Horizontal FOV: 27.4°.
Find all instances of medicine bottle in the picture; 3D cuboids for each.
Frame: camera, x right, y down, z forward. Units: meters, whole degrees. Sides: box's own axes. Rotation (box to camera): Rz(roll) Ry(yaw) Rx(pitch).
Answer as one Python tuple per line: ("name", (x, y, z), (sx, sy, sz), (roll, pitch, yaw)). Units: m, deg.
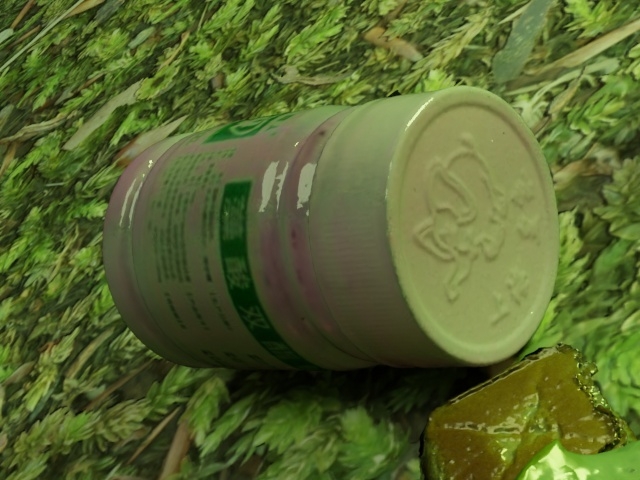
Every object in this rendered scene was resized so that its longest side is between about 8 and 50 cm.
("medicine bottle", (0.000, 0.000, 1.050), (0.325, 0.212, 0.212), (-4, 45, 44))

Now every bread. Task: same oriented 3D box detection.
("bread", (0.136, 0.145, 0.845), (0.140, 0.069, 0.128), (-33, 31, 4))

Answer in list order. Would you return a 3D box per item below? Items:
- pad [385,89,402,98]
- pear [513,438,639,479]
("pad", (0.048, -0.056, 1.273), (0.170, 0.006, 0.245), (-38, 30, 4))
("pear", (0.236, 0.147, 0.573), (0.281, 0.176, 0.286), (-30, 14, 12))
